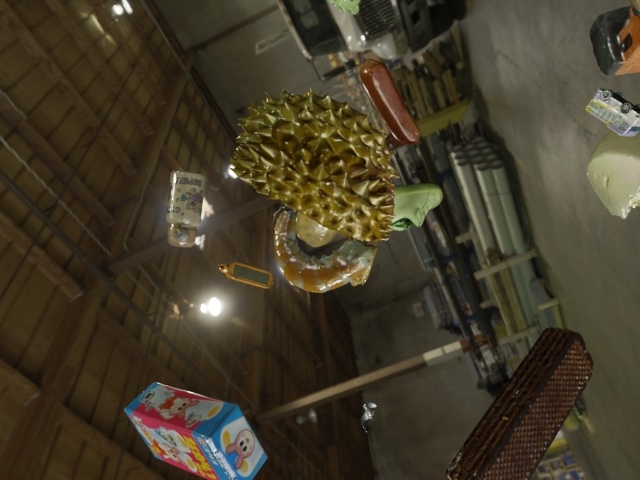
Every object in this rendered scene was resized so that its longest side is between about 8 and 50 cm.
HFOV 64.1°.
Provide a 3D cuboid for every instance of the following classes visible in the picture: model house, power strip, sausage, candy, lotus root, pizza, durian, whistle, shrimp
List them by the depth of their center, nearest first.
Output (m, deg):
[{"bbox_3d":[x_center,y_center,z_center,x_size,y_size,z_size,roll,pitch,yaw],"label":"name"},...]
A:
[{"bbox_3d":[0.004,-0.111,0.715,0.154,0.260,0.186,-105,27,-77],"label":"durian"},{"bbox_3d":[0.000,0.000,0.845,0.166,0.161,0.049,66,-169,12],"label":"shrimp"},{"bbox_3d":[0.070,0.021,0.965,0.182,0.062,0.161,-78,-5,-58],"label":"pizza"},{"bbox_3d":[-0.270,0.408,1.088,0.100,0.306,0.157,-42,-62,-41],"label":"candy"},{"bbox_3d":[0.883,-0.579,1.289,0.301,0.271,0.190,66,-162,-78],"label":"model house"},{"bbox_3d":[0.077,-0.703,1.334,0.105,0.085,0.227,10,-88,-40],"label":"whistle"},{"bbox_3d":[0.005,-0.072,1.374,0.125,0.221,0.118,-7,-131,-36],"label":"lotus root"},{"bbox_3d":[-0.214,0.097,1.458,0.178,0.028,0.049,20,-113,-35],"label":"power strip"},{"bbox_3d":[0.210,-0.408,1.546,0.300,0.083,0.089,55,163,-24],"label":"sausage"}]

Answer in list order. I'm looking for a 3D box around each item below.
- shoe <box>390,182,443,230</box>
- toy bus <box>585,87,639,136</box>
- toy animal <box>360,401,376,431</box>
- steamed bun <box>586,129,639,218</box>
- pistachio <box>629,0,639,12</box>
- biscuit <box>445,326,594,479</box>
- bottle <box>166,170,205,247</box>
[{"bbox_3d":[0.223,-0.091,1.406,0.262,0.140,0.128,-1,-91,-42],"label":"shoe"},{"bbox_3d":[0.556,-0.238,0.956,0.102,0.052,0.058,57,139,37],"label":"toy bus"},{"bbox_3d":[0.115,0.407,1.210,0.084,0.028,0.050,-52,-39,-56],"label":"toy animal"},{"bbox_3d":[0.734,-0.166,1.179,0.200,0.170,0.225,52,-126,-7],"label":"steamed bun"},{"bbox_3d":[0.622,-0.519,0.963,0.108,0.126,0.185,30,164,48],"label":"pistachio"},{"bbox_3d":[0.376,0.320,0.935,0.073,0.388,0.107,-3,124,58],"label":"biscuit"},{"bbox_3d":[-0.379,-0.085,1.427,0.110,0.097,0.209,178,97,-78],"label":"bottle"}]
